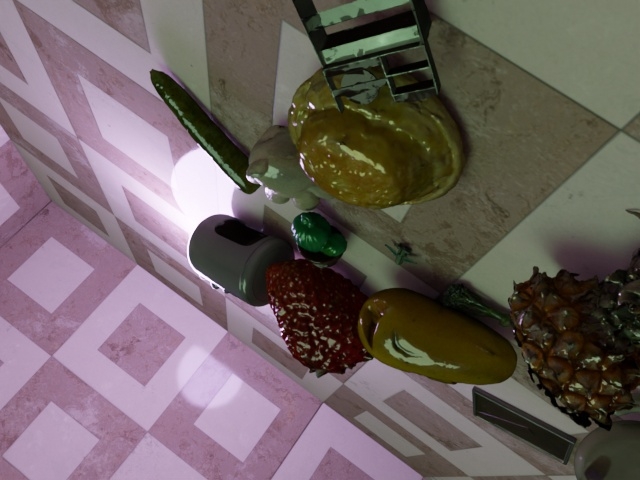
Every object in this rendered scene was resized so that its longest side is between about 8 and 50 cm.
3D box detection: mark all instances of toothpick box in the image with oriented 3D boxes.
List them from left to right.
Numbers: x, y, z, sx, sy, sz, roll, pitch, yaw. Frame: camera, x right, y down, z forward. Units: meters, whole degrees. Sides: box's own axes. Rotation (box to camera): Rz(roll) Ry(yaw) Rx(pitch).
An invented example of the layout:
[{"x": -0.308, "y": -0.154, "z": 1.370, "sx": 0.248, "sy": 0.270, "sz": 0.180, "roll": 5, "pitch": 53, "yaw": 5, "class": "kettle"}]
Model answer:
[{"x": -0.256, "y": 0.054, "z": 1.657, "sx": 0.316, "sy": 0.229, "sz": 0.229, "roll": 24, "pitch": 153, "yaw": 32, "class": "toothpick box"}]

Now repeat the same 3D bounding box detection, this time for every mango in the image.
[{"x": 0.256, "y": 0.217, "z": 1.256, "sx": 0.365, "sy": 0.182, "sz": 0.253, "roll": 11, "pitch": 170, "yaw": 32, "class": "mango"}]

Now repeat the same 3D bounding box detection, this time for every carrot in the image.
[{"x": -0.266, "y": -0.250, "z": 1.304, "sx": 0.358, "sy": 0.074, "sz": 0.074, "roll": 48, "pitch": 155, "yaw": -19, "class": "carrot"}]

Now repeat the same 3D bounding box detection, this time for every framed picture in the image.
[{"x": 0.570, "y": 0.530, "z": 1.604, "sx": 0.289, "sy": 0.016, "sz": 0.213, "roll": 24, "pitch": 154, "yaw": 30, "class": "framed picture"}]

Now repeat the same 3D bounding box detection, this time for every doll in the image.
[{"x": -0.066, "y": -0.144, "z": 1.179, "sx": 0.278, "sy": 0.175, "sz": 0.149, "roll": 96, "pitch": 157, "yaw": -73, "class": "doll"}, {"x": 0.646, "y": 0.499, "z": 1.165, "sx": 0.215, "sy": 0.226, "sz": 0.370, "roll": 22, "pitch": 152, "yaw": 34, "class": "doll"}]

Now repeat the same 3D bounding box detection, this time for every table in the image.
[{"x": 0.067, "y": -0.265, "z": 0.734, "sx": 0.146, "sy": 0.062, "sz": 0.175, "roll": -5, "pitch": 134, "yaw": 28, "class": "table"}]

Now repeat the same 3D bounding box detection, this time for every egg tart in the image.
[{"x": 0.068, "y": -0.140, "z": 0.912, "sx": 0.319, "sy": 0.128, "sz": 0.319, "roll": 24, "pitch": 151, "yaw": 15, "class": "egg tart"}]

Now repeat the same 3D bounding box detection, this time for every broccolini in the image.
[{"x": 0.364, "y": 0.143, "z": 1.166, "sx": 0.216, "sy": 0.058, "sz": 0.067, "roll": 19, "pitch": -172, "yaw": 22, "class": "broccolini"}]

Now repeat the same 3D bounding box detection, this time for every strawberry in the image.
[{"x": 0.011, "y": 0.185, "z": 1.523, "sx": 0.292, "sy": 0.292, "sz": 0.343, "roll": 3, "pitch": 123, "yaw": 53, "class": "strawberry"}]

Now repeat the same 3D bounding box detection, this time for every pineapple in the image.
[{"x": 0.452, "y": 0.102, "z": 0.792, "sx": 0.262, "sy": 0.262, "sz": 0.272, "roll": 40, "pitch": 134, "yaw": -5, "class": "pineapple"}]

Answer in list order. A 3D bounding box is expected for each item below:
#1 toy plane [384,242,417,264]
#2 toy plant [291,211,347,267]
[{"x": 0.177, "y": 0.031, "z": 1.229, "sx": 0.080, "sy": 0.033, "sz": 0.083, "roll": 31, "pitch": 163, "yaw": 15, "class": "toy plane"}, {"x": 0.000, "y": 0.000, "z": 1.324, "sx": 0.143, "sy": 0.105, "sz": 0.200, "roll": 30, "pitch": 164, "yaw": 20, "class": "toy plant"}]
